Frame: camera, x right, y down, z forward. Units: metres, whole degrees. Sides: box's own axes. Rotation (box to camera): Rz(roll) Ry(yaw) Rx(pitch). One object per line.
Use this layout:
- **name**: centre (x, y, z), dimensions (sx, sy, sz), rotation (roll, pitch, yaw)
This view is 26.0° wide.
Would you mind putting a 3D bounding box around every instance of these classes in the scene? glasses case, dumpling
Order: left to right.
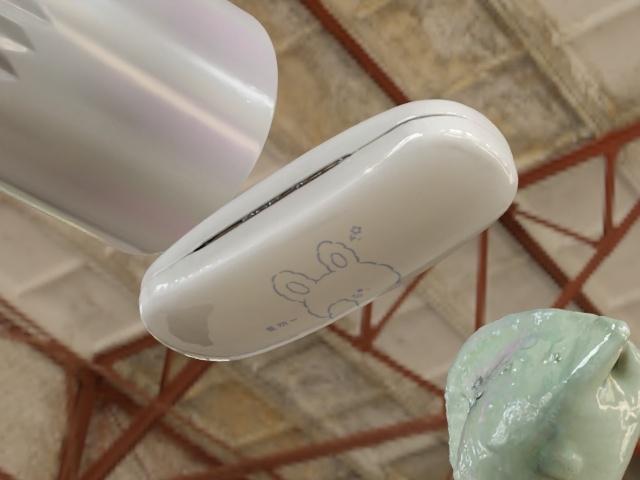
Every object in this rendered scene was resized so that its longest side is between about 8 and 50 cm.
- **glasses case**: centre (0.000, 0.000, 0.763), dimensions (0.233, 0.059, 0.092), rotation (-30, -45, 25)
- **dumpling**: centre (0.141, 0.128, 0.960), dimensions (0.149, 0.105, 0.216), rotation (29, -65, 17)

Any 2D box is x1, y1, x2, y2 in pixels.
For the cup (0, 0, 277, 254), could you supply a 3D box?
- **cup**: centre (-0.234, -0.161, 1.192), dimensions (0.253, 0.253, 0.371), rotation (-23, -35, 33)
